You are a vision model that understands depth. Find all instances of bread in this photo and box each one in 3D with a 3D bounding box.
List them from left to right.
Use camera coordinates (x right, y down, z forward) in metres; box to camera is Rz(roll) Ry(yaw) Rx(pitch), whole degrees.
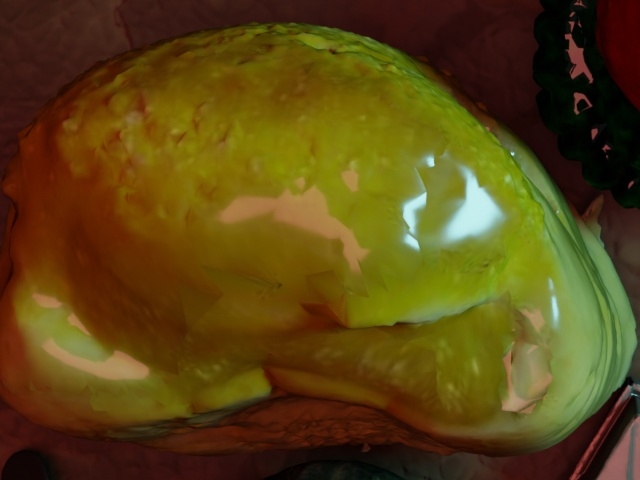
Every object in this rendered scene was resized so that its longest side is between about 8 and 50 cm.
[{"bbox_3d":[0.000,0.000,1.033,0.361,0.394,0.250,-1,81,12],"label":"bread"}]

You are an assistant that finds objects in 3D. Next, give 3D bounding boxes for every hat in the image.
[{"bbox_3d":[0.244,-0.129,0.992,0.242,0.332,0.274,21,102,7],"label":"hat"}]

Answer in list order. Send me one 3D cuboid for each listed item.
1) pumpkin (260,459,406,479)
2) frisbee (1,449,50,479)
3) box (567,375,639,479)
[{"bbox_3d":[0.011,0.244,1.150,0.212,0.152,0.211,3,118,6],"label":"pumpkin"},{"bbox_3d":[-0.159,0.260,1.216,0.187,0.012,0.211,6,101,42],"label":"frisbee"},{"bbox_3d":[0.247,0.234,1.160,0.215,0.086,0.215,30,100,3],"label":"box"}]
